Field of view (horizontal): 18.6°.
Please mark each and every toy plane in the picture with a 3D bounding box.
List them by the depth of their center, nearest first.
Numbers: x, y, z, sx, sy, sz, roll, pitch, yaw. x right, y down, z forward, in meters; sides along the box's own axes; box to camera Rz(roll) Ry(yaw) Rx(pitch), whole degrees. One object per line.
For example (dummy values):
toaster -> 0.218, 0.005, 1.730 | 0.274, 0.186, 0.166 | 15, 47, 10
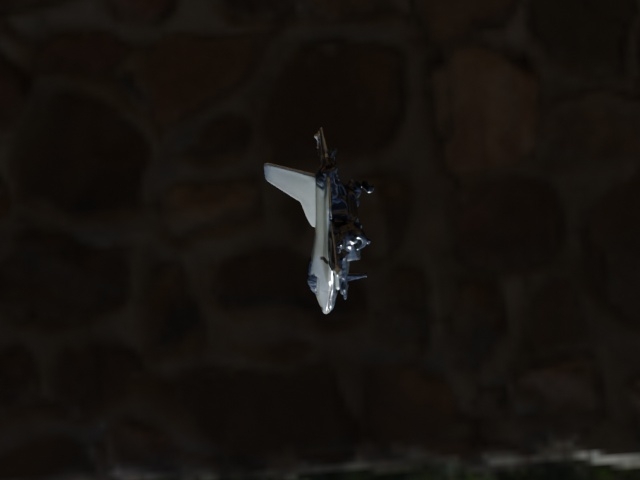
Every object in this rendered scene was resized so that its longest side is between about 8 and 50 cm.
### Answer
toy plane -> 0.015, -0.006, 1.733 | 0.082, 0.160, 0.234 | -13, 143, 7
